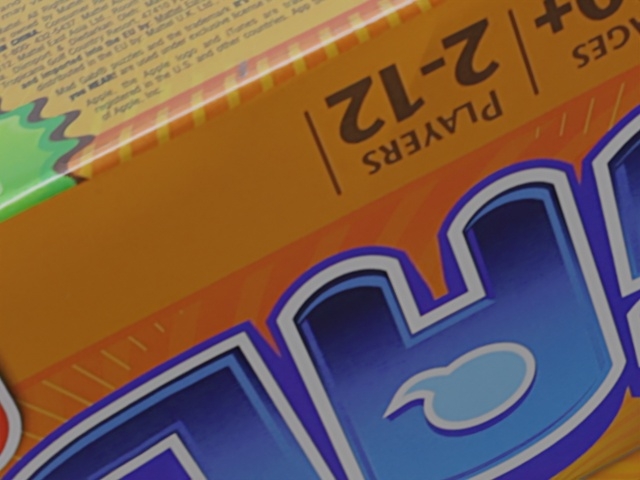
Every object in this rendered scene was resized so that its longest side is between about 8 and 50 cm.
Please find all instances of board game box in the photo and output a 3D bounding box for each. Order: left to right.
[{"bbox_3d":[0.000,0.000,0.736,0.356,0.356,0.356,-27,-54,-6],"label":"board game box"}]
